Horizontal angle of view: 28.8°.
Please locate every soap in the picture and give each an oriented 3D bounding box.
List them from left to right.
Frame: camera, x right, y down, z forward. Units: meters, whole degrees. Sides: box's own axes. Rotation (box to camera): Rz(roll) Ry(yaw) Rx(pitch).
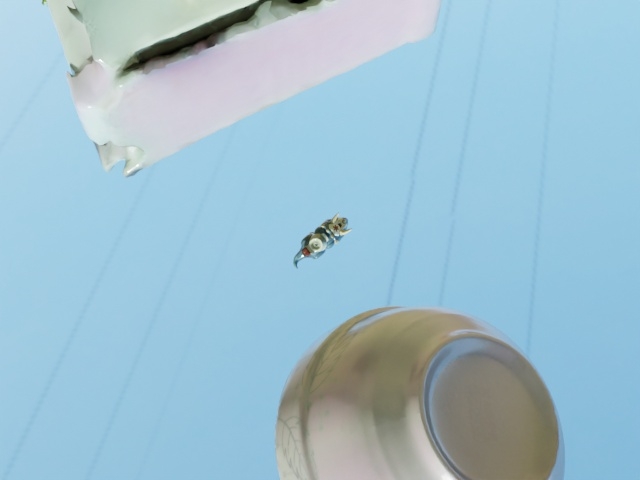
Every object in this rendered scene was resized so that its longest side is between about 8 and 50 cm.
[{"bbox_3d":[-0.098,-0.248,0.555,0.156,0.261,0.446,-20,-107,-7],"label":"soap"}]

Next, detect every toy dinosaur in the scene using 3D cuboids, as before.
[{"bbox_3d":[0.000,0.000,1.476,0.083,0.030,0.047,-38,180,15],"label":"toy dinosaur"}]

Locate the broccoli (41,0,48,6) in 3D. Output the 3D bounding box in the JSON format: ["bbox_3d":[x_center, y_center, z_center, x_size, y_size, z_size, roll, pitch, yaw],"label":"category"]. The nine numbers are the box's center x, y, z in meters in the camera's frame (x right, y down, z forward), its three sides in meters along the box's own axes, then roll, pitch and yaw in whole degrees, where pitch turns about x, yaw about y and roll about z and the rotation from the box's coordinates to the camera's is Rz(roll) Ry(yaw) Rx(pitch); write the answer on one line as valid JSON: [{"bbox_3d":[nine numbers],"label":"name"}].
[{"bbox_3d":[-0.163,-0.298,1.088,0.269,0.261,0.242,-39,-154,16],"label":"broccoli"}]

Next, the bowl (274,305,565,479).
[{"bbox_3d":[0.116,0.181,1.152,0.144,0.287,0.287,-38,-166,50],"label":"bowl"}]
